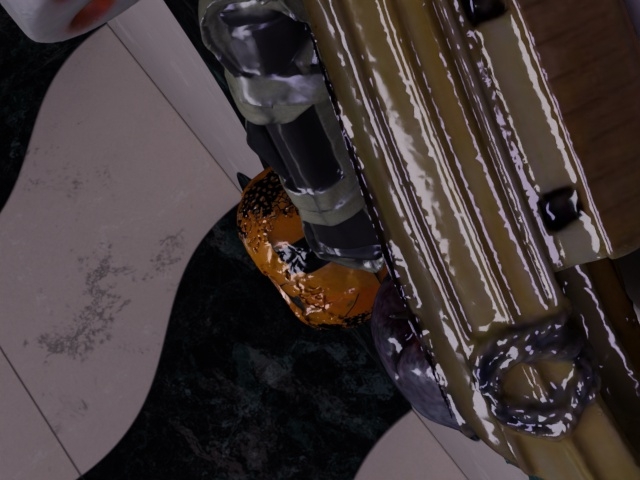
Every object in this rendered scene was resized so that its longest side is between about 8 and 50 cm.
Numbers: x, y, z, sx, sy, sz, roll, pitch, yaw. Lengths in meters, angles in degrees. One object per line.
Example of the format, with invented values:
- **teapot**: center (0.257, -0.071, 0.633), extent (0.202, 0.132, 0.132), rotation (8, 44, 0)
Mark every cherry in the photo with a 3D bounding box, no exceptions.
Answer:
- **cherry**: center (0.140, 0.082, 1.226), extent (0.195, 0.195, 0.195), rotation (53, 174, 9)

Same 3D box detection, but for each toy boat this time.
- **toy boat**: center (0.106, -0.058, 0.774), extent (0.446, 0.162, 0.136), rotation (70, -156, -12)

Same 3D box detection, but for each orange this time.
- **orange**: center (0.000, 0.000, 1.803), extent (0.234, 0.182, 0.234), rotation (42, 173, 6)

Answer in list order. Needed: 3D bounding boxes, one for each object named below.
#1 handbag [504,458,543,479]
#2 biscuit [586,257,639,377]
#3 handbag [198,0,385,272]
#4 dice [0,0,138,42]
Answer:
- **handbag**: center (0.285, 0.261, 1.527), extent (0.238, 0.089, 0.326), rotation (52, 173, 34)
- **biscuit**: center (0.169, 0.026, 0.991), extent (0.296, 0.075, 0.296), rotation (-20, -90, -85)
- **handbag**: center (0.007, -0.156, 0.938), extent (0.316, 0.109, 0.253), rotation (64, -151, -52)
- **dice**: center (-0.268, -0.371, 1.499), extent (0.243, 0.251, 0.259), rotation (51, 173, 7)
